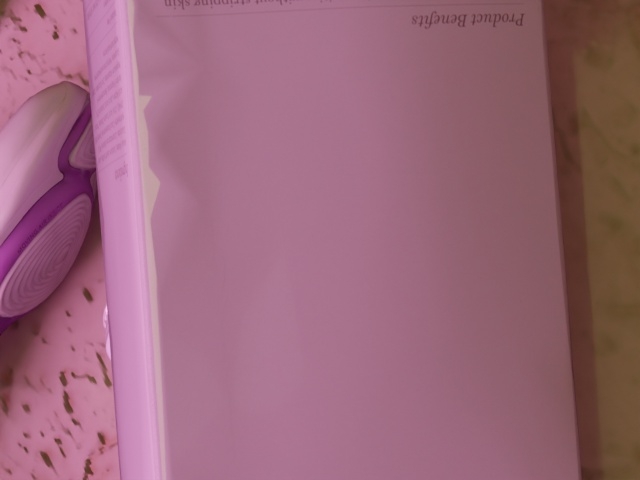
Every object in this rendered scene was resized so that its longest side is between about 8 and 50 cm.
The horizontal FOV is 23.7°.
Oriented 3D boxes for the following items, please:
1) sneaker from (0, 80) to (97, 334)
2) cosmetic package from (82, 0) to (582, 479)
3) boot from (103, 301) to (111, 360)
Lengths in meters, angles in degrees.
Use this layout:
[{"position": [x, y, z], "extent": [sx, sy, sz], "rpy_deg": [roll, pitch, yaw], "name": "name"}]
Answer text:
[{"position": [-0.248, 0.021, 0.906], "extent": [0.152, 0.114, 0.305], "rpy_deg": [35, 90, 14], "name": "sneaker"}, {"position": [0.000, 0.000, 0.772], "extent": [0.217, 0.156, 0.385], "rpy_deg": [-2, 90, -15], "name": "cosmetic package"}, {"position": [-0.075, -0.052, 0.901], "extent": [0.123, 0.095, 0.258], "rpy_deg": [31, 80, 21], "name": "boot"}]
